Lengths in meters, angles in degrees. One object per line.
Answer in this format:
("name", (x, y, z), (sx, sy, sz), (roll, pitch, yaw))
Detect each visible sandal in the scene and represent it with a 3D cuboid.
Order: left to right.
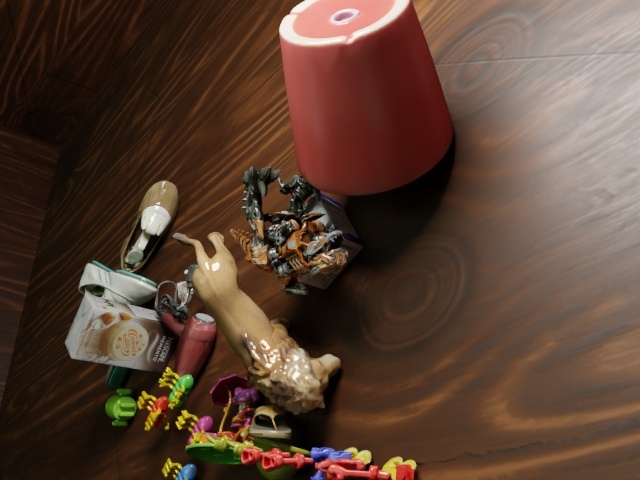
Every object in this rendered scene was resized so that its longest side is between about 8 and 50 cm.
("sandal", (-0.085, 0.307, 0.938), (0.180, 0.072, 0.049), (130, 141, -87))

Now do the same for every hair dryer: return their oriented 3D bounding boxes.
("hair dryer", (-0.331, 0.221, 1.331), (0.223, 0.080, 0.294), (-30, 58, 45))

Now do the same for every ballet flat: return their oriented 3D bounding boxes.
("ballet flat", (-0.637, 0.157, 1.673), (0.400, 0.139, 0.139), (8, 79, 44))
("ballet flat", (-0.582, 0.342, 1.596), (0.213, 0.072, 0.068), (-61, 33, 11))
("ballet flat", (-0.541, -0.026, 1.680), (0.342, 0.116, 0.124), (-51, 25, 24))

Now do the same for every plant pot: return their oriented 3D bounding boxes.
("plant pot", (0.062, -0.247, 0.852), (0.274, 0.243, 0.275), (-10, 45, 10))

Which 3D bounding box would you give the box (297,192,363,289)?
("box", (0.000, 0.000, 1.039), (0.126, 0.072, 0.137), (-49, 41, 24))

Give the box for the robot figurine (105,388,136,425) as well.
("robot figurine", (-0.559, 0.467, 1.506), (0.115, 0.067, 0.101), (-12, 72, 48))

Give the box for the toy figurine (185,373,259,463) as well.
("toy figurine", (-0.167, 0.342, 1.062), (0.173, 0.130, 0.159), (-12, 51, 24))

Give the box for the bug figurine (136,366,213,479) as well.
("bug figurine", (-0.320, 0.427, 1.212), (0.279, 0.072, 0.216), (50, 118, 40))

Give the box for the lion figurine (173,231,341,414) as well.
("lion figurine", (-0.138, 0.136, 0.963), (0.142, 0.392, 0.240), (-45, 7, -2))

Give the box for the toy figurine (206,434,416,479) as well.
("toy figurine", (-0.034, 0.417, 0.789), (0.362, 0.191, 0.218), (-14, 67, 49))

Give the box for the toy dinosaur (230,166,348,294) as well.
("toy dinosaur", (-0.079, -0.014, 0.972), (0.321, 0.164, 0.219), (1, 90, 30))

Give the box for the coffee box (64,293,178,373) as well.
("coffee box", (-0.509, 0.246, 1.404), (0.098, 0.246, 0.141), (25, 93, 52))
